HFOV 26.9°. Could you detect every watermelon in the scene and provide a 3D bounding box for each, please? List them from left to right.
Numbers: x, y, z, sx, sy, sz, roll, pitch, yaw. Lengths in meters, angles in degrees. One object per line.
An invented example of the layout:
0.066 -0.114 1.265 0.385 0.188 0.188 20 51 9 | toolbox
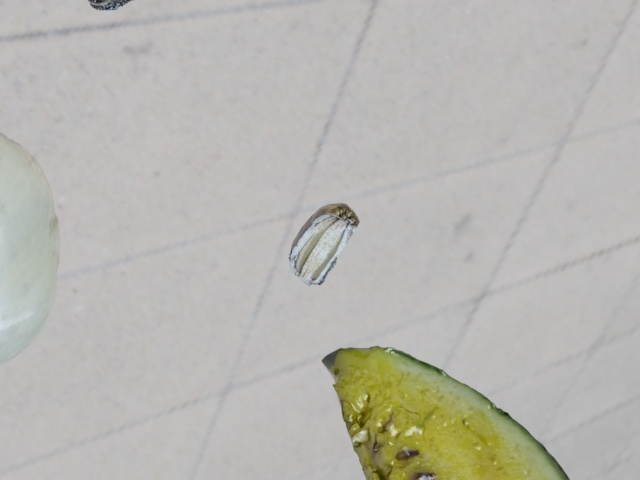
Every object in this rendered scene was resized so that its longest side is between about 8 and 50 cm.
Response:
0.090 0.195 0.801 0.129 0.301 0.123 6 135 -28 | watermelon

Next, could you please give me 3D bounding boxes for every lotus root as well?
0.001 -0.001 1.048 0.083 0.037 0.030 -58 -170 42 | lotus root

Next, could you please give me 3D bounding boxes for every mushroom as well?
-0.315 -0.016 1.034 0.254 0.234 0.260 31 124 -17 | mushroom

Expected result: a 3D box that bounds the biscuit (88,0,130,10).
-0.245 -0.310 1.659 0.087 0.089 0.027 -69 151 -58 | biscuit
